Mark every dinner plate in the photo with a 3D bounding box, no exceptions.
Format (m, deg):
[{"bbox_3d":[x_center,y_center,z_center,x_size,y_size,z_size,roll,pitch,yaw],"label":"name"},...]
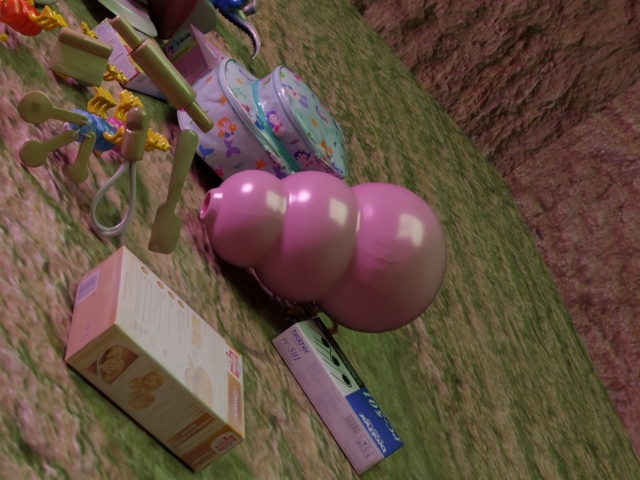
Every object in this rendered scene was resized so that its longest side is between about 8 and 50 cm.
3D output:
[{"bbox_3d":[-0.298,-0.354,1.890,0.141,0.017,0.141,35,13,-10],"label":"dinner plate"}]

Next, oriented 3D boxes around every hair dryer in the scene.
[{"bbox_3d":[-0.276,-0.422,1.926,0.224,0.080,0.293,19,-30,37],"label":"hair dryer"}]

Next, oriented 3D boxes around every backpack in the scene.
[{"bbox_3d":[-0.085,-0.146,1.845,0.253,0.191,0.225,43,20,-20],"label":"backpack"}]

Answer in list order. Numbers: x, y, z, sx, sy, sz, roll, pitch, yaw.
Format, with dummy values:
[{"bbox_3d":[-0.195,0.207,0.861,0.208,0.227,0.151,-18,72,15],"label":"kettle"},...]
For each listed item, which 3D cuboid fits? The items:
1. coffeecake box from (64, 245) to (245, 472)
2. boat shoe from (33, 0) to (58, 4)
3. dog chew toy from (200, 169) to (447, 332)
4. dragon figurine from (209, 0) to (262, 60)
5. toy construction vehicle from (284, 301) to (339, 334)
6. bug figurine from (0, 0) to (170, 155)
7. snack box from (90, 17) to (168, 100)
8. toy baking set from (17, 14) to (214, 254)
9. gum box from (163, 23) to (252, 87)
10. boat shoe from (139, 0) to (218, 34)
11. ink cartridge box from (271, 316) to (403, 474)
[{"bbox_3d":[-0.159,0.117,1.260,0.185,0.068,0.142,46,17,-26],"label":"coffeecake box"},{"bbox_3d":[-0.414,-0.418,1.573,0.340,0.113,0.127,37,22,-45],"label":"boat shoe"},{"bbox_3d":[0.000,0.000,1.689,0.332,0.206,0.206,18,30,-21],"label":"dog chew toy"},{"bbox_3d":[-0.193,-0.450,2.333,0.085,0.144,0.289,-3,77,-73],"label":"dragon figurine"},{"bbox_3d":[-0.008,0.112,1.772,0.098,0.035,0.086,48,17,-21],"label":"toy construction vehicle"},{"bbox_3d":[-0.291,-0.187,1.519,0.279,0.072,0.216,56,10,22],"label":"bug figurine"},{"bbox_3d":[-0.261,-0.258,1.819,0.100,0.037,0.141,58,16,15],"label":"snack box"},{"bbox_3d":[-0.218,-0.115,1.394,0.256,0.197,0.030,45,-11,-20],"label":"toy baking set"},{"bbox_3d":[-0.162,-0.255,2.052,0.188,0.062,0.107,34,25,-50],"label":"gum box"},{"bbox_3d":[-0.255,-0.418,2.097,0.227,0.079,0.081,28,34,-51],"label":"boat shoe"},{"bbox_3d":[0.024,0.200,1.658,0.207,0.046,0.097,56,17,9],"label":"ink cartridge box"}]
